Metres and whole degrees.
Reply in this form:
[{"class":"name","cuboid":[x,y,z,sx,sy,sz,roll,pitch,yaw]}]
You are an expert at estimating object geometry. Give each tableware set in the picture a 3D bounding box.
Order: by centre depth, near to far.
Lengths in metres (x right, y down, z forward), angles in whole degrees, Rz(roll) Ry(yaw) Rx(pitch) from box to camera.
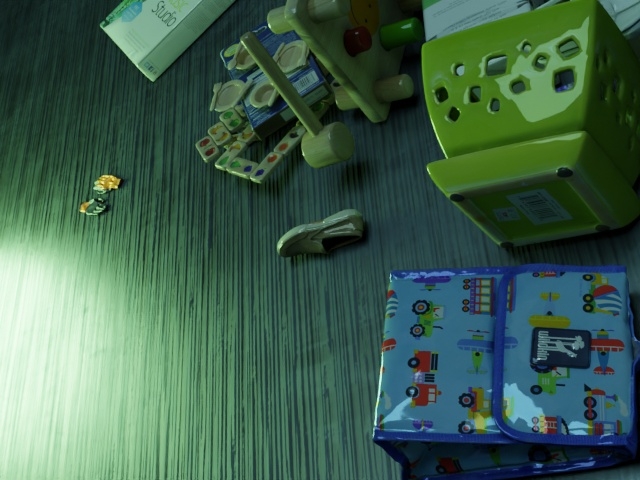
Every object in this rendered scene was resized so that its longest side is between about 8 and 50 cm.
[{"class":"tableware set","cuboid":[-0.097,-0.260,1.755,0.169,0.020,0.141,4,60,36]}]

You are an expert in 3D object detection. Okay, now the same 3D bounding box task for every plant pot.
[{"class":"plant pot","cuboid":[0.260,-0.123,1.334,0.227,0.228,0.207,-10,60,32]}]

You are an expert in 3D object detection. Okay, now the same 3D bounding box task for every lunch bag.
[{"class":"lunch bag","cuboid":[0.223,0.145,1.242,0.293,0.138,0.220,-7,52,20]}]

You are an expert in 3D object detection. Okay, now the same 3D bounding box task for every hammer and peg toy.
[{"class":"hammer and peg toy","cuboid":[0.038,-0.303,1.620,0.127,0.266,0.361,-8,53,35]}]

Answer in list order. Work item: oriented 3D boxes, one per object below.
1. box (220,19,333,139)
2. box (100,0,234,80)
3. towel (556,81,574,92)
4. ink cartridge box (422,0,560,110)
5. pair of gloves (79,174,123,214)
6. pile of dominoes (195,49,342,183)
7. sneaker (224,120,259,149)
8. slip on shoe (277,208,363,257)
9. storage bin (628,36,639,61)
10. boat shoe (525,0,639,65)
[{"class":"box","cuboid":[-0.074,-0.269,1.785,0.136,0.036,0.225,-33,46,9]},{"class":"box","cuboid":[-0.265,-0.476,2.162,0.322,0.058,0.232,-44,41,0]},{"class":"towel","cuboid":[0.313,-0.180,1.493,0.083,0.009,0.060,-16,49,30]},{"class":"ink cartridge box","cuboid":[0.236,-0.290,1.579,0.160,0.092,0.219,-22,47,25]},{"class":"pair of gloves","cuboid":[-0.390,-0.080,1.981,0.074,0.010,0.083,7,63,42]},{"class":"pile of dominoes","cuboid":[-0.088,-0.210,1.786,0.196,0.040,0.251,19,61,42]},{"class":"sneaker","cuboid":[-0.122,-0.174,1.828,0.083,0.032,0.037,-18,41,15]},{"class":"slip on shoe","cuboid":[0.000,0.000,1.577,0.135,0.051,0.041,-21,58,17]},{"class":"storage bin","cuboid":[0.469,-0.363,1.429,0.260,0.123,0.262,-25,45,22]},{"class":"boat shoe","cuboid":[0.327,-0.274,1.334,0.226,0.076,0.083,-30,46,46]}]
